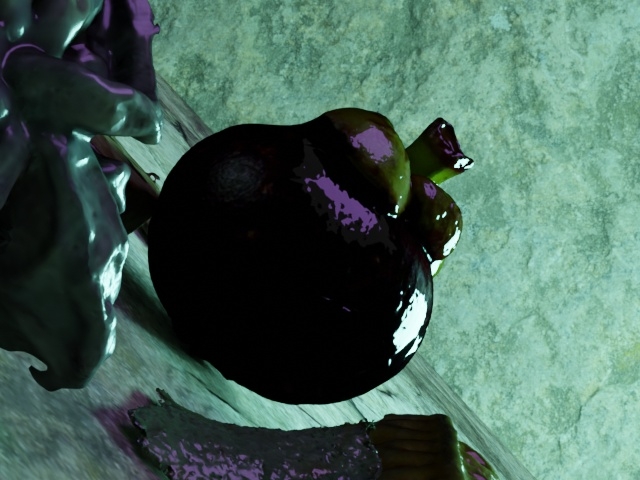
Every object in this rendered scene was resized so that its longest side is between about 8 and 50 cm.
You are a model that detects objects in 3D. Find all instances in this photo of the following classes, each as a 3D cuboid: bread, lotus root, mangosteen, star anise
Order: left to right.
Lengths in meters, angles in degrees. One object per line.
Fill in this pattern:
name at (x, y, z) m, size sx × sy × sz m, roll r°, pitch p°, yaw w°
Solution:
star anise at (-0.170, -0.093, 0.656) m, size 0.316 × 0.139 × 0.359 m, roll -42°, pitch 112°, yaw -55°
lotus root at (-0.216, -0.077, 1.266) m, size 0.170 × 0.074 × 0.260 m, roll 46°, pitch 3°, yaw -14°
mangosteen at (-0.002, 0.004, 1.184) m, size 0.287 × 0.288 × 0.233 m, roll 43°, pitch 32°, yaw -30°
bread at (0.072, 0.213, 1.021) m, size 0.152 × 0.129 × 0.267 m, roll 9°, pitch 5°, yaw 1°

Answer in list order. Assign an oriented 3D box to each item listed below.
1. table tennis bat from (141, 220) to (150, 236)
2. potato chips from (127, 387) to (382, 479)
table tennis bat at (-0.135, 0.030, 1.422) m, size 0.138 × 0.022 × 0.246 m, roll 43°, pitch 3°, yaw -27°
potato chips at (-0.040, 0.141, 0.948) m, size 0.167 × 0.059 × 0.228 m, roll 16°, pitch 7°, yaw 5°
